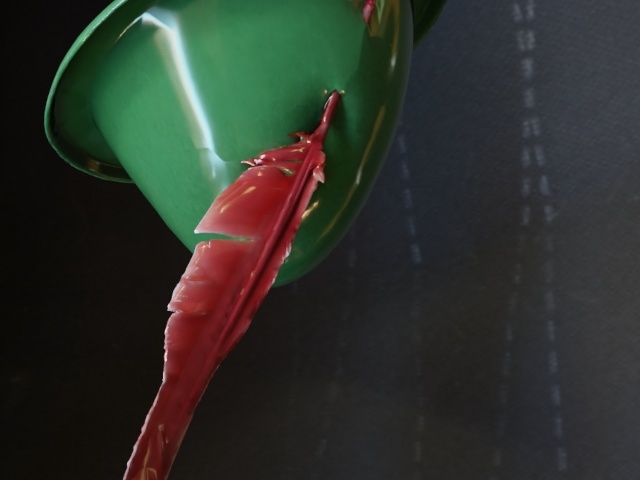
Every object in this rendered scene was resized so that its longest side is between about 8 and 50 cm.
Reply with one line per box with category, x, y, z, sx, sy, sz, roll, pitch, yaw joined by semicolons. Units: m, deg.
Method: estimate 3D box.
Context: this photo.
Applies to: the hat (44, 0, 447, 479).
hat;0.000;0.000;0.463;0.209;0.173;0.183;-24;69;-10
